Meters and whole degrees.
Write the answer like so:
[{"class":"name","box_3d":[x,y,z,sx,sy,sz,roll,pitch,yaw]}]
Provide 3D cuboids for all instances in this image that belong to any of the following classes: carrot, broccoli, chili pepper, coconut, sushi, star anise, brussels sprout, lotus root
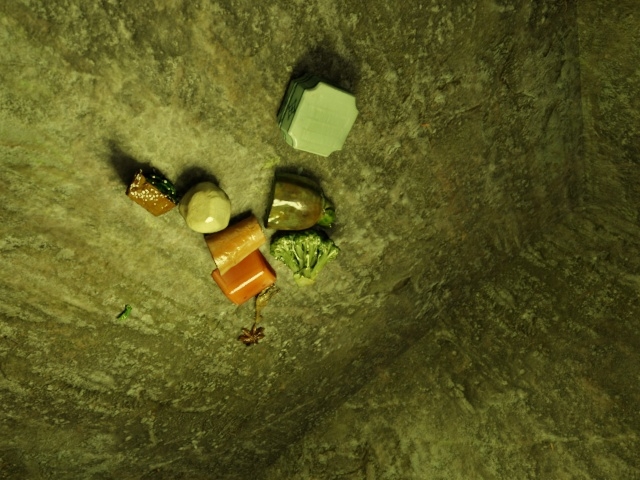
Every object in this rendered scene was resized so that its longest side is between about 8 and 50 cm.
[{"class":"carrot","box_3d":[-0.365,0.017,1.829,0.255,0.196,0.195,-27,134,-14]},{"class":"broccoli","box_3d":[-0.076,0.073,1.974,0.321,0.283,0.304,-28,137,35]},{"class":"chili pepper","box_3d":[-0.874,0.328,1.861,0.034,0.030,0.091,36,99,-18]},{"class":"coconut","box_3d":[-0.455,-0.131,1.653,0.225,0.224,0.224,-17,131,-21]},{"class":"sushi","box_3d":[-0.631,-0.191,1.524,0.140,0.149,0.287,-46,156,-7]},{"class":"star anise","box_3d":[-0.379,0.530,2.306,0.168,0.057,0.167,-18,132,-20]},{"class":"brussels sprout","box_3d":[-0.004,-0.131,2.006,0.139,0.100,0.181,-32,142,15]},{"class":"lotus root","box_3d":[-0.101,-0.142,1.853,0.261,0.149,0.266,9,124,-16]}]

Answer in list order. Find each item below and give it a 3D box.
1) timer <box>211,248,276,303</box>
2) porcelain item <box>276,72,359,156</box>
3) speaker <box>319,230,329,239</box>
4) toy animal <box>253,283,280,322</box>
[{"class":"timer","box_3d":[-0.353,0.197,2.035,0.258,0.161,0.250,-34,150,-6]},{"class":"porcelain item","box_3d":[-0.015,-0.500,1.663,0.286,0.157,0.281,5,122,-36]},{"class":"speaker","box_3d":[-0.004,-0.001,2.116,0.095,0.075,0.060,-31,140,1]},{"class":"toy animal","box_3d":[-0.303,0.333,2.192,0.275,0.054,0.149,-60,157,17]}]
